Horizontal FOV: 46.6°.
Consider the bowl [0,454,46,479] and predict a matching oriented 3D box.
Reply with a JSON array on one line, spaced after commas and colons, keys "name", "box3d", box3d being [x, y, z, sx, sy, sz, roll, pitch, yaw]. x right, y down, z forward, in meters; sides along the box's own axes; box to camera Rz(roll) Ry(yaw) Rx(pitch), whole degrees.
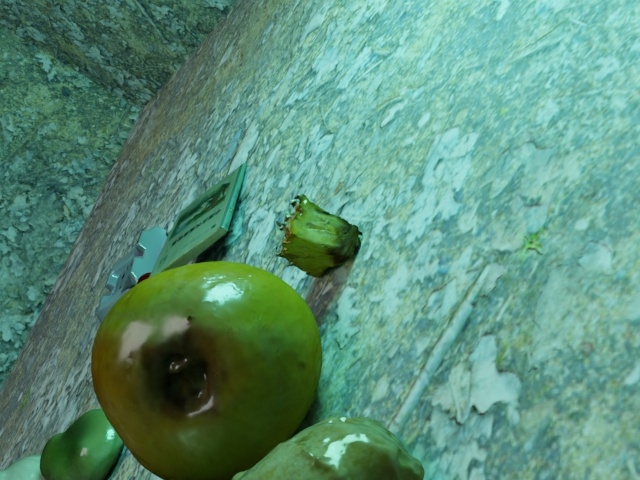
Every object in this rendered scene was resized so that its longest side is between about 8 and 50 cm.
[{"name": "bowl", "box3d": [-0.628, 0.565, 1.531, 0.277, 0.145, 0.277, -43, 31, 33]}]

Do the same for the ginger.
[{"name": "ginger", "box3d": [-0.046, 0.276, 0.608, 0.189, 0.126, 0.354, 3, 34, 34]}]

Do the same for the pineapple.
[{"name": "pineapple", "box3d": [0.000, 0.000, 1.019, 0.116, 0.137, 0.069, 4, 60, 16]}]

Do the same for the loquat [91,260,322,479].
[{"name": "loquat", "box3d": [-0.132, 0.158, 0.895, 0.275, 0.274, 0.275, -45, 27, 30]}]

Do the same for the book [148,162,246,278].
[{"name": "book", "box3d": [-0.251, -0.041, 1.563, 0.214, 0.025, 0.283, -35, 23, 21]}]

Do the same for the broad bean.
[{"name": "broad bean", "box3d": [-0.461, 0.415, 1.431, 0.228, 0.100, 0.169, -46, 33, 24]}]

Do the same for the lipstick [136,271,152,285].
[{"name": "lipstick", "box3d": [-0.317, 0.108, 1.538, 0.279, 0.073, 0.073, 7, 68, 63]}]

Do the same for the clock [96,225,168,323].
[{"name": "clock", "box3d": [-0.456, 0.096, 1.814, 0.186, 0.083, 0.253, -46, 27, 29]}]
